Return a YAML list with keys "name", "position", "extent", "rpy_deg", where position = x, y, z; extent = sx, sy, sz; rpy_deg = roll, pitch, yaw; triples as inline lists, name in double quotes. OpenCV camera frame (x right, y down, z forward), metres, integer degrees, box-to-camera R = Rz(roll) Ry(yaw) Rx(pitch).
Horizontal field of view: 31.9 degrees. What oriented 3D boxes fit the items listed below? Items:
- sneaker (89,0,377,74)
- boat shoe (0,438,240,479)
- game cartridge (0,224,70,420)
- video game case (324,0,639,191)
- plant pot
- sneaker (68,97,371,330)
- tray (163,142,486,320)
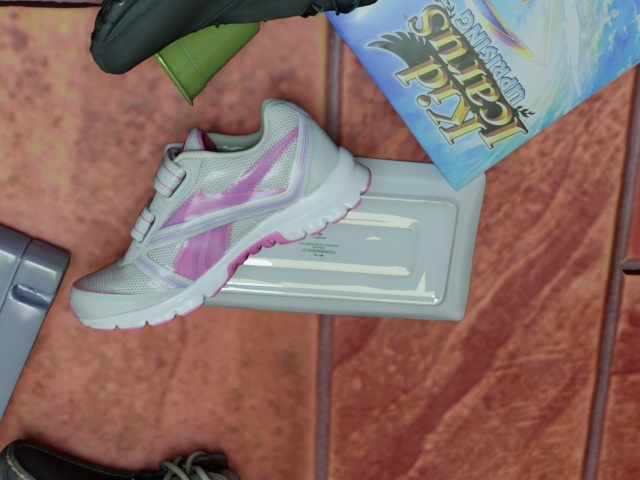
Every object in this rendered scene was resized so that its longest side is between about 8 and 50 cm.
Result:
- name: "sneaker"
  position: [-0.030, -0.191, 0.760]
  extent: [0.286, 0.109, 0.130]
  rpy_deg: [-34, 115, 11]
- name: "boat shoe"
  position: [-0.118, 0.246, 0.988]
  extent: [0.355, 0.132, 0.130]
  rpy_deg: [30, 97, -23]
- name: "game cartridge"
  position: [-0.382, 0.122, 0.948]
  extent: [0.230, 0.068, 0.355]
  rpy_deg: [25, 108, -8]
- name: "video game case"
  position: [0.123, -0.213, 0.843]
  extent: [0.244, 0.061, 0.269]
  rpy_deg: [-35, 107, 10]
- name: "plant pot"
  position: [-0.091, -0.159, 0.852]
  extent: [0.079, 0.083, 0.083]
  rpy_deg: [-37, 110, -3]
- name: "sneaker"
  position: [-0.093, -0.025, 0.861]
  extent: [0.252, 0.103, 0.111]
  rpy_deg: [-32, 106, 2]
- name: "tray"
  position: [0.000, 0.000, 0.940]
  extent: [0.270, 0.030, 0.145]
  rpy_deg: [4, 110, -5]
